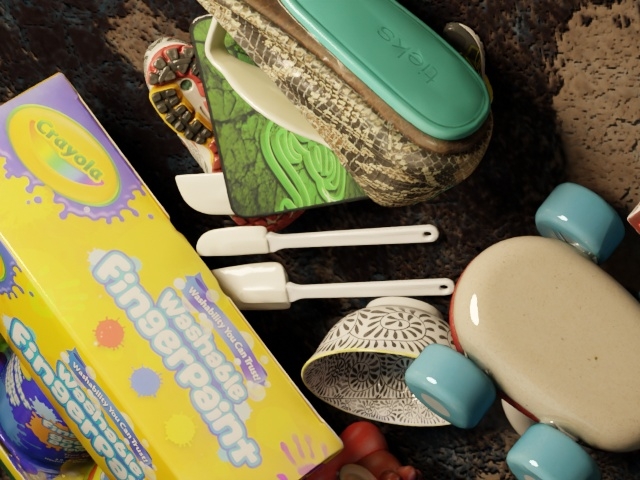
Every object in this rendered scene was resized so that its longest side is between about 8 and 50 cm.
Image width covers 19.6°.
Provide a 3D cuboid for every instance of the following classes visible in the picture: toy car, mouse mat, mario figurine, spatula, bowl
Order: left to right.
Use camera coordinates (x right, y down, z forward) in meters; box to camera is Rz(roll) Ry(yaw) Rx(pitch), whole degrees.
[{"bbox_3d":[-0.024,-0.117,1.626,0.153,0.007,0.189,-10,107,11],"label":"mouse mat"},{"bbox_3d":[0.000,0.000,1.699,0.242,0.019,0.168,-3,125,10],"label":"spatula"},{"bbox_3d":[0.072,0.103,1.719,0.170,0.080,0.170,8,153,4],"label":"bowl"},{"bbox_3d":[0.097,0.305,1.811,0.321,0.170,0.198,18,133,24],"label":"mario figurine"},{"bbox_3d":[0.198,0.109,1.600,0.210,0.219,0.238,38,165,8],"label":"toy car"}]

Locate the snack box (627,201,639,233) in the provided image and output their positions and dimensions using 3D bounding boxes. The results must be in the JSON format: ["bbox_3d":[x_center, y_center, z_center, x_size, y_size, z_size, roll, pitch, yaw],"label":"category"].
[{"bbox_3d":[0.325,0.027,1.498,0.178,0.064,0.022,47,139,-2],"label":"snack box"}]

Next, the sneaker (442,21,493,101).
[{"bbox_3d":[0.120,-0.141,1.547,0.031,0.035,0.083,-4,119,39],"label":"sneaker"}]

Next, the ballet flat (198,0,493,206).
[{"bbox_3d":[-0.061,-0.215,1.526,0.483,0.164,0.182,50,141,1],"label":"ballet flat"}]

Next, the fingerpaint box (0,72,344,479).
[{"bbox_3d":[-0.229,0.120,1.823,0.444,0.163,0.371,53,149,5],"label":"fingerpaint box"}]

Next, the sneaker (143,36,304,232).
[{"bbox_3d":[-0.085,-0.101,1.712,0.225,0.088,0.092,57,179,-28],"label":"sneaker"}]
